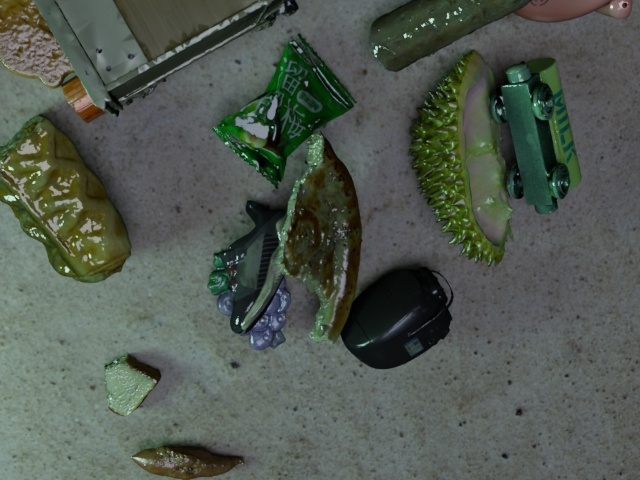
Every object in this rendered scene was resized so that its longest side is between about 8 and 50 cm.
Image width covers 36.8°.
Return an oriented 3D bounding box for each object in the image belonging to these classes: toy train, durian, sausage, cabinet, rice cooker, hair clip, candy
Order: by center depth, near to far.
[{"bbox_3d":[-0.224,-0.371,1.291,0.318,0.227,0.290,-31,97,-4],"label":"cabinet"},{"bbox_3d":[-0.272,-0.264,1.448,0.234,0.071,0.071,-30,112,3],"label":"sausage"},{"bbox_3d":[-0.057,-0.202,1.504,0.203,0.078,0.141,-46,122,-3],"label":"candy"},{"bbox_3d":[0.242,-0.118,1.543,0.169,0.158,0.351,-18,109,-15],"label":"durian"},{"bbox_3d":[0.357,-0.177,1.549,0.105,0.157,0.253,-1,118,38],"label":"toy train"},{"bbox_3d":[0.133,0.131,1.626,0.203,0.142,0.118,-32,124,5],"label":"rice cooker"},{"bbox_3d":[-0.115,0.094,1.628,0.124,0.052,0.195,-34,105,-12],"label":"hair clip"}]

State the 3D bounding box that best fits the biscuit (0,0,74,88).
[{"bbox_3d":[-0.453,-0.329,1.401,0.249,0.035,0.184,27,93,-12],"label":"biscuit"}]

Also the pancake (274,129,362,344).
[{"bbox_3d":[0.005,0.001,1.538,0.197,0.054,0.376,-33,126,-38],"label":"pancake"}]

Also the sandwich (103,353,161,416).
[{"bbox_3d":[-0.338,0.249,1.653,0.093,0.035,0.105,31,105,-19],"label":"sandwich"}]

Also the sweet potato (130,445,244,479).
[{"bbox_3d":[-0.235,0.397,1.715,0.206,0.060,0.068,8,144,-22],"label":"sweet potato"}]

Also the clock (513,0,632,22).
[{"bbox_3d":[0.349,-0.440,1.441,0.241,0.142,0.227,-2,111,-4],"label":"clock"}]

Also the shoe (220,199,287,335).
[{"bbox_3d":[-0.109,0.037,1.557,0.112,0.099,0.227,28,77,-1],"label":"shoe"}]

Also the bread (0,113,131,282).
[{"bbox_3d":[-0.395,-0.051,1.479,0.152,0.130,0.267,-13,120,40],"label":"bread"}]

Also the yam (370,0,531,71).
[{"bbox_3d":[0.198,-0.341,1.422,0.259,0.093,0.093,-21,117,36],"label":"yam"}]
